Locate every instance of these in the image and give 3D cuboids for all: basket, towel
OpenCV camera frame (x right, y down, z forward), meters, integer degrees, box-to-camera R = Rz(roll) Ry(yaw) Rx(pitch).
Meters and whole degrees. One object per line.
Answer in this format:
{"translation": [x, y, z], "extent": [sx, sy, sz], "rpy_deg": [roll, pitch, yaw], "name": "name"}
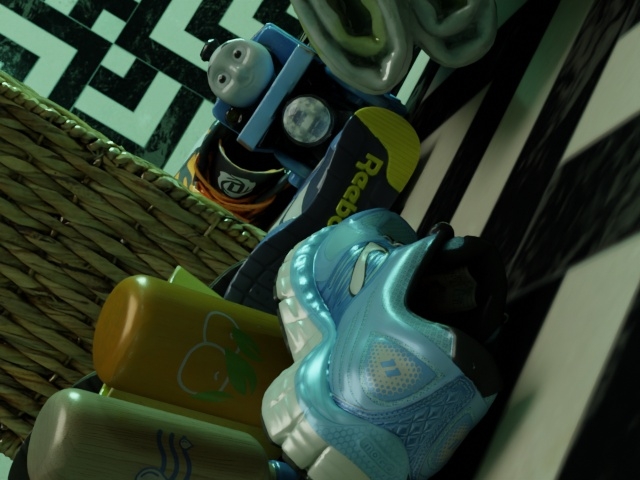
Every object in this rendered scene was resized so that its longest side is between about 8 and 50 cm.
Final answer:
{"translation": [-0.204, 0.022, 1.006], "extent": [0.223, 0.299, 0.213], "rpy_deg": [-59, 7, -1], "name": "basket"}
{"translation": [-0.009, -0.240, 0.678], "extent": [0.090, 0.320, 0.374], "rpy_deg": [-17, 11, 5], "name": "towel"}

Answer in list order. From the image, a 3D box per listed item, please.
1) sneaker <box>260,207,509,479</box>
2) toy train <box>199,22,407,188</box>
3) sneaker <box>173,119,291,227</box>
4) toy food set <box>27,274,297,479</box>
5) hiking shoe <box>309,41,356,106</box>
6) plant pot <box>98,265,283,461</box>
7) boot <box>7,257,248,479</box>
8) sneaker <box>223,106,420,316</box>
{"translation": [0.030, 0.026, 0.427], "extent": [0.073, 0.063, 0.162], "rpy_deg": [-39, 17, 14], "name": "sneaker"}
{"translation": [-0.013, -0.080, 0.816], "extent": [0.080, 0.105, 0.184], "rpy_deg": [-59, -6, 8], "name": "toy train"}
{"translation": [-0.115, -0.019, 1.273], "extent": [0.321, 0.125, 0.180], "rpy_deg": [-62, 7, -20], "name": "sneaker"}
{"translation": [-0.057, 0.140, 0.480], "extent": [0.111, 0.105, 0.232], "rpy_deg": [-20, 56, 58], "name": "toy food set"}
{"translation": [0.033, -0.184, 1.080], "extent": [0.114, 0.086, 0.227], "rpy_deg": [-45, 17, 52], "name": "hiking shoe"}
{"translation": [-0.057, 0.078, 0.636], "extent": [0.081, 0.083, 0.081], "rpy_deg": [-56, 7, 23], "name": "plant pot"}
{"translation": [-0.084, 0.083, 0.811], "extent": [0.198, 0.077, 0.137], "rpy_deg": [-36, 3, 1], "name": "boot"}
{"translation": [0.000, 0.000, 0.709], "extent": [0.144, 0.053, 0.059], "rpy_deg": [-53, 4, -14], "name": "sneaker"}
